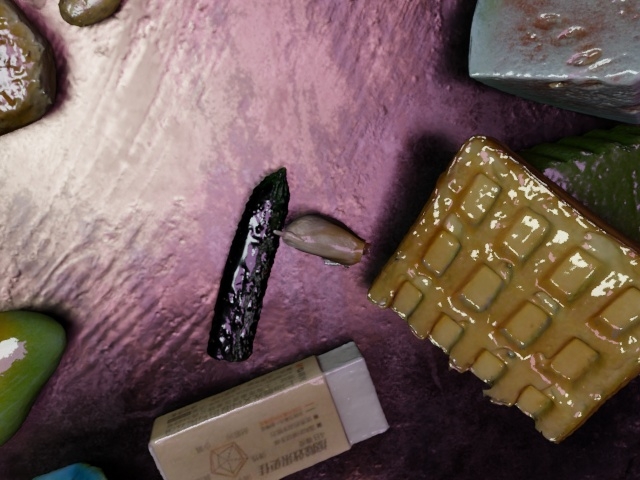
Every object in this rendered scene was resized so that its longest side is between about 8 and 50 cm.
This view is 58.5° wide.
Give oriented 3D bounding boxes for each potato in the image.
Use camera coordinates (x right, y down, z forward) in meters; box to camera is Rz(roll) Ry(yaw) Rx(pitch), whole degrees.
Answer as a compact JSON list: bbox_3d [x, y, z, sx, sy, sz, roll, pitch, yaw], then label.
[{"bbox_3d":[-0.294,-0.305,0.729,0.083,0.040,0.051,-25,115,0],"label":"potato"}]

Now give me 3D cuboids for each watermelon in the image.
[{"bbox_3d":[0.401,-0.270,0.733,0.387,0.258,0.228,3,105,-13],"label":"watermelon"}]

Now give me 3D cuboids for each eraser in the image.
[{"bbox_3d":[-0.077,0.286,0.884,0.344,0.078,0.144,-20,106,-5],"label":"eraser"}]

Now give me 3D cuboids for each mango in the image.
[{"bbox_3d":[-0.463,0.196,0.783,0.156,0.114,0.251,41,95,-8],"label":"mango"}]

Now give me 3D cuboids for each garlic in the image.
[{"bbox_3d":[0.002,-0.007,0.825,0.152,0.084,0.066,18,78,-14],"label":"garlic"}]

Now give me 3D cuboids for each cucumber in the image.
[{"bbox_3d":[-0.103,0.036,0.827,0.072,0.072,0.300,13,99,-12],"label":"cucumber"}]

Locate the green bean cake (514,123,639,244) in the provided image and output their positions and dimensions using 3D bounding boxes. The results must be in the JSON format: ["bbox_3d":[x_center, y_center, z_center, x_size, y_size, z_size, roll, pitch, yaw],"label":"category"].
[{"bbox_3d":[0.405,-0.028,0.842,0.247,0.156,0.249,-16,105,-3],"label":"green bean cake"}]

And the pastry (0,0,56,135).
[{"bbox_3d":[-0.428,-0.212,0.703,0.193,0.093,0.182,-32,107,4],"label":"pastry"}]

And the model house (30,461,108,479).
[{"bbox_3d":[-0.354,0.465,0.777,0.216,0.303,0.237,-18,95,-12],"label":"model house"}]

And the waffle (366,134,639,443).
[{"bbox_3d":[0.266,0.067,0.756,0.348,0.077,0.304,40,121,16],"label":"waffle"}]
